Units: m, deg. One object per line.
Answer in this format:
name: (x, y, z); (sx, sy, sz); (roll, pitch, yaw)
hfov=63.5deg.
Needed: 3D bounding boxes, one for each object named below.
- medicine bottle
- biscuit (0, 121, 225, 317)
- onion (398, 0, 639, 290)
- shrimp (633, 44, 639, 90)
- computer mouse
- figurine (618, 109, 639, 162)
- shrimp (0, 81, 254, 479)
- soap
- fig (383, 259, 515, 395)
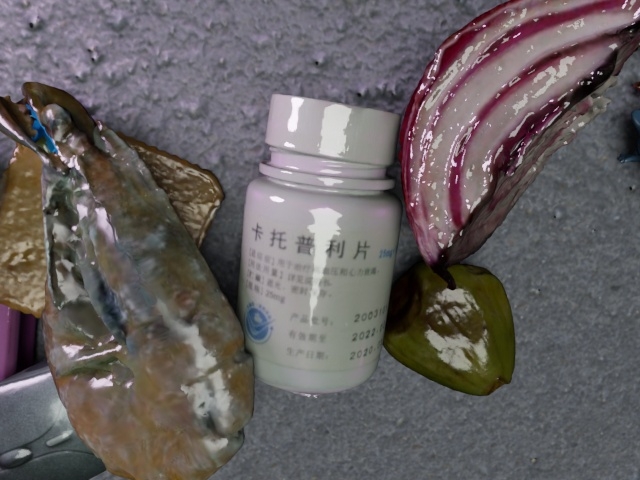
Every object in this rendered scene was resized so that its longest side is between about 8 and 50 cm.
medicine bottle: (0.000, 0.000, 0.559); (0.170, 0.170, 0.292); (7, 103, -5)
biscuit: (-0.256, -0.013, 0.588); (0.237, 0.013, 0.232); (23, 83, -7)
onion: (0.181, -0.117, 0.517); (0.146, 0.280, 0.314); (37, 106, 16)
shrimp: (0.401, -0.222, 0.582); (0.249, 0.068, 0.150); (-5, 111, -3)
computer mouse: (-0.302, 0.217, 0.591); (0.379, 0.090, 0.167); (-30, 104, -14)
figurine: (0.445, -0.099, 0.596); (0.145, 0.114, 0.178); (-29, 116, -1)
shrimp: (-0.216, 0.041, 0.533); (0.221, 0.110, 0.445); (-26, 84, 15)
soap: (-0.416, 0.131, 0.623); (0.122, 0.065, 0.203); (10, 102, -5)
fig: (0.157, 0.101, 0.606); (0.165, 0.154, 0.144); (52, 142, 20)
